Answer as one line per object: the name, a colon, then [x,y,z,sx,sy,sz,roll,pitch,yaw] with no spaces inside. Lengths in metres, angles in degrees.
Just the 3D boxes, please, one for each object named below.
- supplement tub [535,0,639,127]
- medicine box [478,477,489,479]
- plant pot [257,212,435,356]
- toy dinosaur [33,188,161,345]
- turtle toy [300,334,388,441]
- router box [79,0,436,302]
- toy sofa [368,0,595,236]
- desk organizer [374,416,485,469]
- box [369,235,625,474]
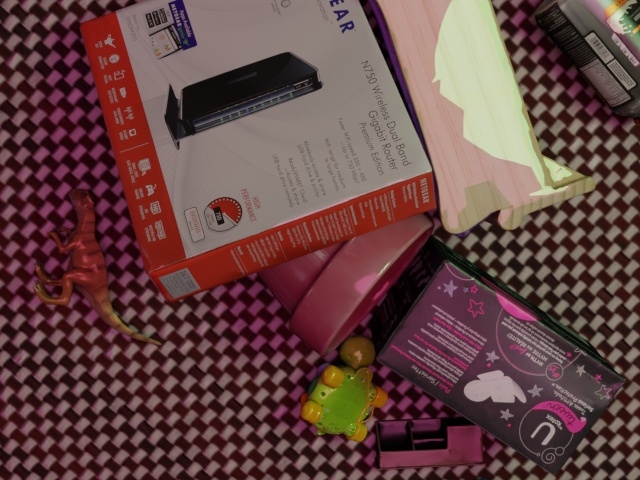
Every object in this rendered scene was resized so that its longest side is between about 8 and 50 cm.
supplement tub: [0.347,-0.225,1.243,0.117,0.117,0.190,-42,98,3]
medicine box: [0.305,0.431,1.249,0.289,0.263,0.149,22,96,-6]
plant pot: [0.000,0.000,1.226,0.180,0.201,0.201,41,94,9]
toy dinosaur: [-0.274,0.046,1.272,0.112,0.064,0.211,-16,98,-2]
turtle toy: [0.028,0.176,1.302,0.095,0.066,0.130,29,92,-29]
router box: [-0.074,-0.138,1.163,0.301,0.082,0.335,-20,62,0]
toy sofa: [0.157,-0.193,1.219,0.177,0.150,0.362,-21,98,-2]
desk organizer: [0.132,0.248,1.327,0.130,0.047,0.050,-2,95,-3]
box: [0.195,0.129,1.257,0.247,0.163,0.142,34,98,-6]
